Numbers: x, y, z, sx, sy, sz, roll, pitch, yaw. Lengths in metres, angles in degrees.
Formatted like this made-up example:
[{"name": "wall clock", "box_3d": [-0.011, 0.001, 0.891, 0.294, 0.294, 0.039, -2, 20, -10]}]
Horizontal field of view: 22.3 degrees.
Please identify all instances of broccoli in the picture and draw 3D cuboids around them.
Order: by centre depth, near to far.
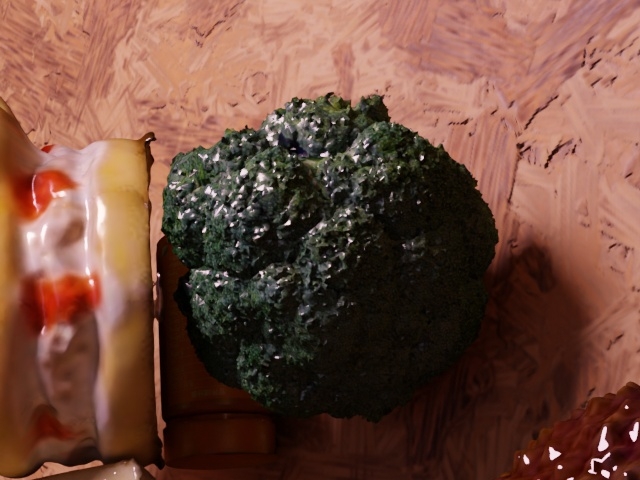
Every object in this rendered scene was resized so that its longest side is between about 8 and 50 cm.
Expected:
[{"name": "broccoli", "box_3d": [0.000, 0.000, 1.205, 0.270, 0.270, 0.270, -48, 20, 27]}]

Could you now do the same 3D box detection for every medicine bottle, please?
[{"name": "medicine bottle", "box_3d": [-0.087, 0.090, 1.353, 0.096, 0.096, 0.192, -20, 68, 41]}]

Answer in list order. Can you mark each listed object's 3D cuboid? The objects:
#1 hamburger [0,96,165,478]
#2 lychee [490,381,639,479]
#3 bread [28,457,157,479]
[{"name": "hamburger", "box_3d": [-0.215, 0.033, 1.259, 0.261, 0.186, 0.303, -110, 22, -65]}, {"name": "lychee", "box_3d": [0.206, 0.226, 0.891, 0.330, 0.306, 0.306, -38, 40, -23]}, {"name": "bread", "box_3d": [-0.198, 0.295, 1.281, 0.246, 0.239, 0.111, -13, 44, 21]}]
